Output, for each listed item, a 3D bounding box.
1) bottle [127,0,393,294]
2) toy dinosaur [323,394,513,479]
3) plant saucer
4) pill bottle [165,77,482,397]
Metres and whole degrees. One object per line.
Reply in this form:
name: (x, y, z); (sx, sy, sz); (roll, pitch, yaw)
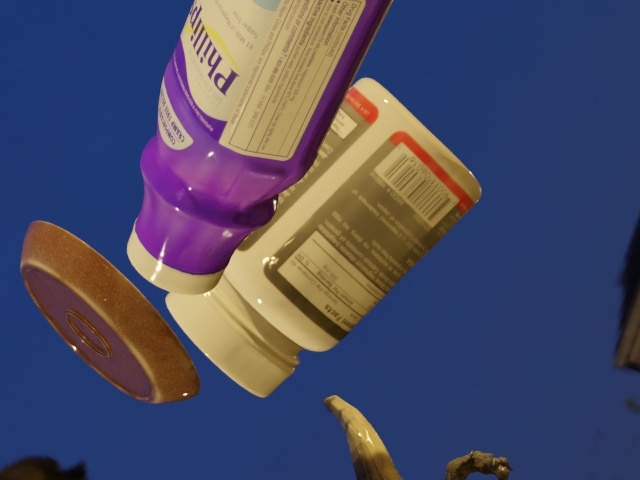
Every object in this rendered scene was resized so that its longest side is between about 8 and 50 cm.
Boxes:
bottle: (-0.043, -0.091, 0.841); (0.092, 0.118, 0.283); (7, -52, -29)
toy dinosaur: (0.078, 0.200, 0.938); (0.064, 0.118, 0.268); (42, -153, -53)
plant saucer: (-0.154, 0.058, 0.975); (0.029, 0.168, 0.168); (-46, -33, -22)
pill bottle: (0.000, 0.000, 1.299); (0.283, 0.161, 0.161); (-45, -26, 4)
